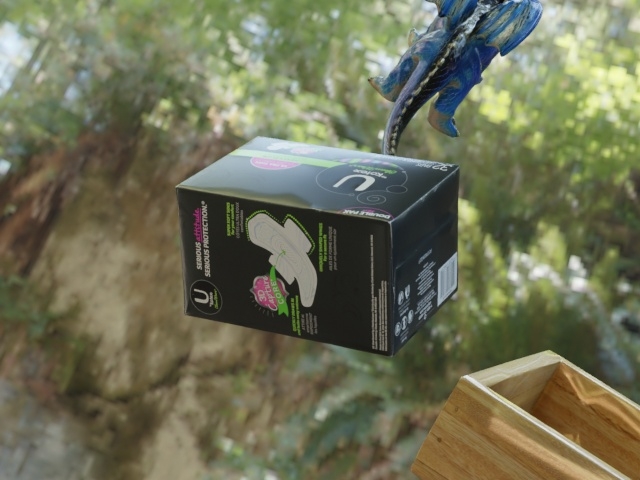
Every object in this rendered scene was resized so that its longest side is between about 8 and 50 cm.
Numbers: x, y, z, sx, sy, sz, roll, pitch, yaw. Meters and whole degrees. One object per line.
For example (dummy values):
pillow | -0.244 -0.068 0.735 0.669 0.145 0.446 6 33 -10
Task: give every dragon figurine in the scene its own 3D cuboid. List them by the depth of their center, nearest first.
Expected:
dragon figurine | 0.112 -0.162 1.255 0.085 0.289 0.144 35 -48 2

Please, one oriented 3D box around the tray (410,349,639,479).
tray | 0.267 0.210 0.971 0.411 0.203 0.076 32 -77 19

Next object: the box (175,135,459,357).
box | 0.000 0.000 0.578 0.083 0.062 0.052 10 -65 25
